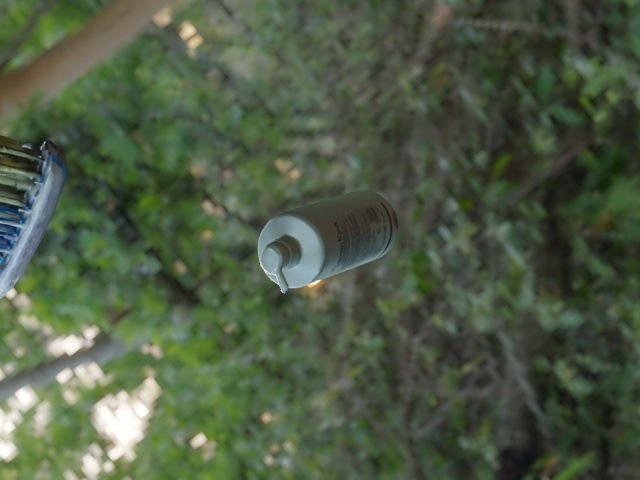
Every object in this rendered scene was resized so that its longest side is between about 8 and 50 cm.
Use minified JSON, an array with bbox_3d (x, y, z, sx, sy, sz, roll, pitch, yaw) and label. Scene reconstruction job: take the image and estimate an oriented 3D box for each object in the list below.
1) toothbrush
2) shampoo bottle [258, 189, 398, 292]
[{"bbox_3d":[-0.206,0.116,0.748,0.042,0.413,0.035,16,-148,-34],"label":"toothbrush"},{"bbox_3d":[0.000,0.000,2.146,0.085,0.085,0.262,53,-155,9],"label":"shampoo bottle"}]
